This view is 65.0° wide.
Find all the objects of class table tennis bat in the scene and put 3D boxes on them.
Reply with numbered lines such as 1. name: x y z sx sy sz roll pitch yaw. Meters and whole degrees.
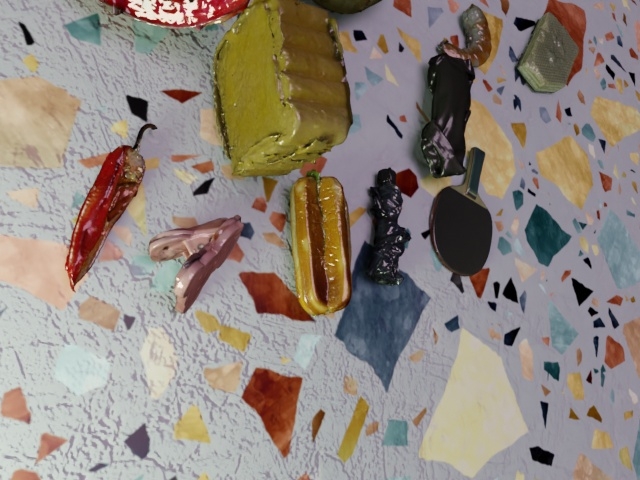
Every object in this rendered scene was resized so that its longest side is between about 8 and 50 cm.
1. table tennis bat: 0.314 -0.070 1.082 0.173 0.022 0.301 26 67 -24

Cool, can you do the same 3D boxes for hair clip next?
1. hair clip: -0.161 0.029 0.714 0.138 0.123 0.102 -18 68 -30

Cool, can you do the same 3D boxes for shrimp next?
1. shrimp: 0.333 -0.483 1.186 0.166 0.049 0.161 -10 85 -26

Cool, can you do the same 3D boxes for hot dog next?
1. hot dog: 0.000 0.000 0.844 0.104 0.076 0.250 -4 76 -13

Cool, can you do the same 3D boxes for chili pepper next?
1. chili pepper: -0.291 -0.058 0.690 0.050 0.059 0.268 14 70 12

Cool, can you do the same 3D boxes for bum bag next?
1. bum bag: 0.268 -0.272 1.074 0.142 0.080 0.326 30 61 -31

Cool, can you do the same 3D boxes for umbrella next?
1. umbrella: 0.130 -0.030 0.934 0.080 0.071 0.224 33 54 -53

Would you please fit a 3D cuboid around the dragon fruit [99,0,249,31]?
1. dragon fruit: -0.204 -0.504 0.702 0.386 0.371 0.249 28 32 -18

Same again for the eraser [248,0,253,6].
1. eraser: -0.092 -0.431 0.918 0.099 0.019 0.027 -11 85 -32

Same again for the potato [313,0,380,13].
1. potato: 0.070 -0.556 0.958 0.307 0.173 0.210 -37 95 -30

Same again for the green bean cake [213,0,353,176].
1. green bean cake: -0.063 -0.220 0.765 0.131 0.224 0.229 -6 84 -36

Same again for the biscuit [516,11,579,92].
1. biscuit: 0.619 -0.495 1.358 0.150 0.052 0.252 42 60 -17
